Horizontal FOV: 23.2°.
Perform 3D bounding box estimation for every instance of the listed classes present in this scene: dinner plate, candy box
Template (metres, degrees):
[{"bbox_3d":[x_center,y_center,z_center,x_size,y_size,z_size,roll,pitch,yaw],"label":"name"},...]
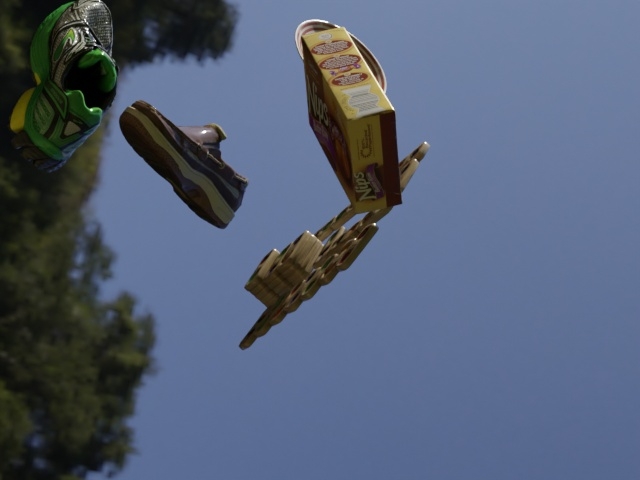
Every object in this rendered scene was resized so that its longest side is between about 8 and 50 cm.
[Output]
[{"bbox_3d":[0.023,-0.226,2.000,0.017,0.141,0.141,-48,-133,37],"label":"dinner plate"},{"bbox_3d":[0.029,-0.123,1.551,0.186,0.053,0.109,-117,-163,-53],"label":"candy box"}]

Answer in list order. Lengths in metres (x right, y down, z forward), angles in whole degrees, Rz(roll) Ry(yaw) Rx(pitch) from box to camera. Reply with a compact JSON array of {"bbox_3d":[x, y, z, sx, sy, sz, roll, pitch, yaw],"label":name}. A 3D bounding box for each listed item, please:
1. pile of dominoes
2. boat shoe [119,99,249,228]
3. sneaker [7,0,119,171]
[{"bbox_3d":[0.000,0.000,1.687,0.251,0.040,0.196,-40,-168,46],"label":"pile of dominoes"},{"bbox_3d":[-0.170,-0.118,2.023,0.095,0.257,0.095,30,-103,32],"label":"boat shoe"},{"bbox_3d":[-0.348,-0.248,2.312,0.146,0.134,0.343,-30,-144,27],"label":"sneaker"}]
